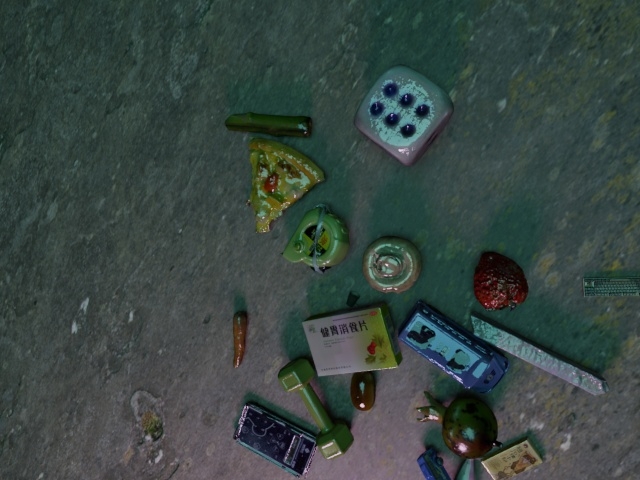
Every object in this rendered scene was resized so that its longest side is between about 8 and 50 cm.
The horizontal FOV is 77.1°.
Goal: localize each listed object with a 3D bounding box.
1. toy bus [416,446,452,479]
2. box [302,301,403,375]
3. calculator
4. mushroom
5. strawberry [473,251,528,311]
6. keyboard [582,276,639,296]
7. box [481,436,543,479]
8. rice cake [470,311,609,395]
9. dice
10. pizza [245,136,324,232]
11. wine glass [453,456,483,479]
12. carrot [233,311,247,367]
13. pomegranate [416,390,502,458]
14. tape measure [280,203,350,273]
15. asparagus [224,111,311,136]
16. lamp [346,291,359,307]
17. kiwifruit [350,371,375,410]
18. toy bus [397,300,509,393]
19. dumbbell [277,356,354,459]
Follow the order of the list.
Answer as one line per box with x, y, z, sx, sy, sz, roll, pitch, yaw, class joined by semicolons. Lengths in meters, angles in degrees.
0.332;0.667;1.124;0.153;0.061;0.051;58;140;34;toy bus
0.089;0.292;1.175;0.261;0.062;0.175;-17;91;28;box
-0.149;0.652;1.313;0.274;0.028;0.165;22;100;14;calculator
0.197;0.069;1.116;0.166;0.127;0.166;4;102;19;mushroom
0.466;0.108;1.043;0.131;0.131;0.148;-6;101;17;strawberry
0.740;0.118;1.017;0.130;0.015;0.049;-2;93;17;keyboard
0.531;0.610;1.114;0.149;0.020;0.073;-38;83;15;box
0.559;0.295;1.055;0.365;0.073;0.056;26;103;13;rice cake
0.216;-0.320;1.047;0.193;0.192;0.194;41;102;9;dice
-0.137;-0.149;1.224;0.280;0.075;0.287;21;100;15;pizza
0.410;0.662;1.126;0.074;0.073;0.154;11;98;15;wine glass
-0.267;0.326;1.317;0.047;0.047;0.190;7;100;16;carrot
0.369;0.495;1.088;0.220;0.156;0.156;13;98;17;pomegranate
0.000;0.000;1.181;0.175;0.106;0.199;34;101;25;tape measure
-0.159;-0.355;1.224;0.278;0.060;0.067;11;117;15;asparagus
0.128;0.206;1.196;0.121;0.041;0.054;31;110;15;lamp
0.126;0.446;1.195;0.075;0.075;0.124;3;99;16;kiwifruit
0.357;0.296;1.082;0.292;0.133;0.125;34;102;11;toy bus
-0.017;0.504;1.220;0.121;0.108;0.301;-32;85;18;dumbbell
